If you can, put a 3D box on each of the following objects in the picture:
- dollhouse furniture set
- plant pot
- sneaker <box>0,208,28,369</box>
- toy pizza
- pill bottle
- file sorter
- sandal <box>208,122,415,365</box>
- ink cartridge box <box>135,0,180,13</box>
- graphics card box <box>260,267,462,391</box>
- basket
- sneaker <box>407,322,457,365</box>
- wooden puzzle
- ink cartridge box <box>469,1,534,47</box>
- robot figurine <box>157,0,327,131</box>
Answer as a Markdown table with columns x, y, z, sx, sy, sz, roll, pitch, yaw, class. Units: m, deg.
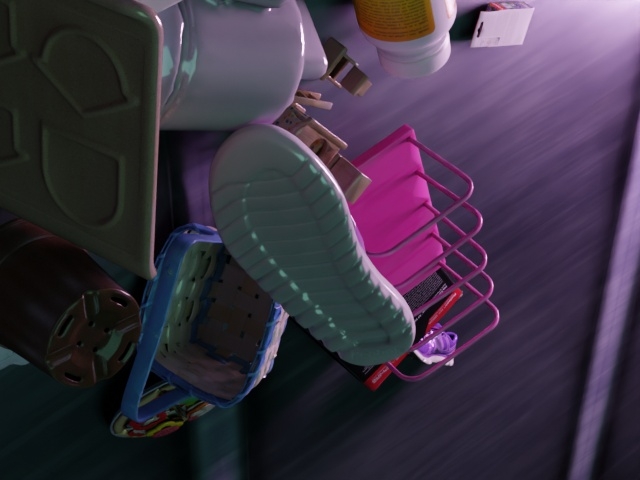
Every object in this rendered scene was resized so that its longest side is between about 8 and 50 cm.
| x | y | z | sx | sy | sz | roll | pitch | yaw | class |
| --- | --- | --- | --- | --- | --- | --- | --- | --- | --- |
| 0.014 | -0.174 | 1.734 | 0.161 | 0.182 | 0.101 | -52 | 141 | 5 | dollhouse furniture set |
| -0.302 | 0.079 | 1.483 | 0.167 | 0.165 | 0.167 | -24 | 129 | -33 | plant pot |
| -0.420 | 0.139 | 1.626 | 0.366 | 0.137 | 0.210 | -50 | 139 | -3 | sneaker |
| -0.217 | 0.250 | 1.935 | 0.201 | 0.032 | 0.201 | -24 | 158 | -10 | toy pizza |
| 0.107 | -0.338 | 1.720 | 0.136 | 0.136 | 0.245 | -35 | 140 | -16 | pill bottle |
| 0.127 | 0.029 | 1.867 | 0.202 | 0.182 | 0.290 | -35 | 137 | -16 | file sorter |
| -0.014 | 0.005 | 1.666 | 0.169 | 0.102 | 0.416 | -19 | 127 | 17 | sandal |
| -0.223 | -0.405 | 1.287 | 0.129 | 0.223 | 0.307 | -31 | 139 | -22 | ink cartridge box |
| 0.060 | 0.068 | 2.051 | 0.233 | 0.094 | 0.371 | -47 | 142 | -2 | graphics card box |
| -0.160 | 0.108 | 1.764 | 0.254 | 0.201 | 0.289 | -70 | 164 | 11 | basket |
| 0.188 | 0.179 | 2.305 | 0.170 | 0.068 | 0.071 | 11 | 98 | -56 | sneaker |
| -0.291 | -0.155 | 1.382 | 0.080 | 0.322 | 0.347 | -43 | 149 | -43 | wooden puzzle |
| 0.268 | -0.328 | 1.967 | 0.115 | 0.029 | 0.063 | -10 | 128 | -36 | ink cartridge box |
| -0.161 | -0.227 | 1.513 | 0.353 | 0.199 | 0.300 | -3 | 152 | -43 | robot figurine |
